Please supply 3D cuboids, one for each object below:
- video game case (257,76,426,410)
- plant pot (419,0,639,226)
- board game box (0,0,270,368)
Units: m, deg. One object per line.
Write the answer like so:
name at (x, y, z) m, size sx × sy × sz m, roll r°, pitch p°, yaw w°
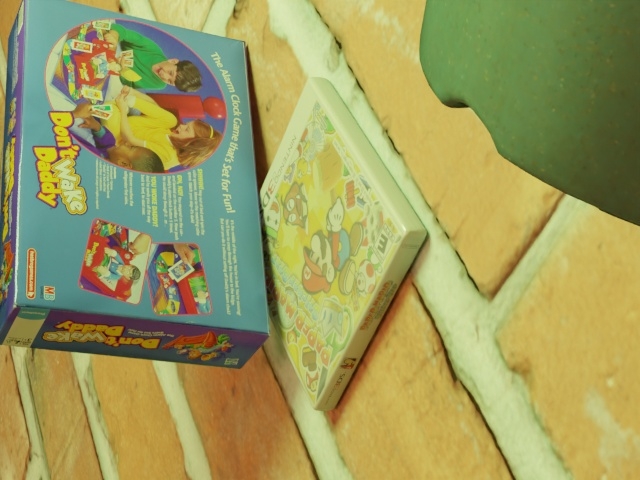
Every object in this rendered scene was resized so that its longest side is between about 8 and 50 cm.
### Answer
video game case at (0.000, 0.000, 1.053) m, size 0.206 × 0.026 × 0.227 m, roll -65°, pitch 36°, yaw 32°
plant pot at (0.198, -0.194, 0.469) m, size 0.341 × 0.341 × 0.334 m, roll 55°, pitch 140°, yaw 47°
board game box at (-0.180, -0.059, 1.124) m, size 0.078 × 0.233 × 0.347 m, roll -49°, pitch 39°, yaw 49°
